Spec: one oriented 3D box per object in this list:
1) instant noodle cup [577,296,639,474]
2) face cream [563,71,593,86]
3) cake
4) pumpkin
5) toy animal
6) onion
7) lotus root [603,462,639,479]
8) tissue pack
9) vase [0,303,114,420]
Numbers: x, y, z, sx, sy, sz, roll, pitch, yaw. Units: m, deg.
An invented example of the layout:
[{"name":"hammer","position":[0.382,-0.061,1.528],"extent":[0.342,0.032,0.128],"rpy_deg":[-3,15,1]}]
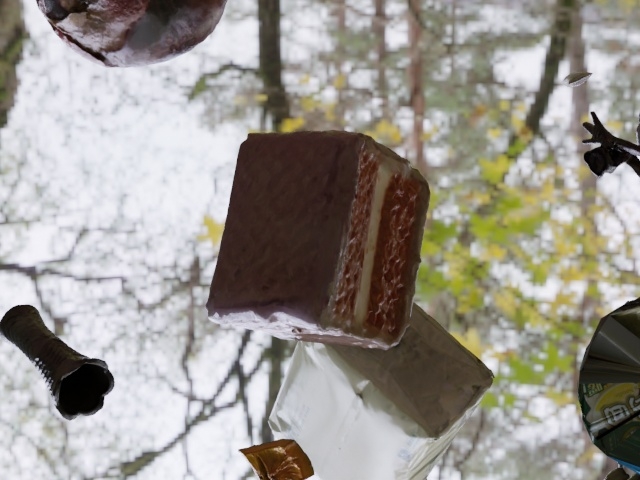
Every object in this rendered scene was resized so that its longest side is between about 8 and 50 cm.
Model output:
[{"name":"instant noodle cup","position":[0.451,0.176,1.653],"extent":[0.240,0.240,0.178],"rpy_deg":[7,-178,21]},{"name":"face cream","position":[0.363,-0.229,1.870],"extent":[0.038,0.020,0.115],"rpy_deg":[-23,-177,6]},{"name":"cake","position":[0.000,0.000,1.947],"extent":[0.230,0.308,0.237],"rpy_deg":[6,169,36]},{"name":"pumpkin","position":[-0.068,0.331,1.935],"extent":[0.101,0.073,0.035],"rpy_deg":[-19,-169,21]},{"name":"toy animal","position":[0.544,-0.168,2.108],"extent":[0.195,0.090,0.324],"rpy_deg":[43,-138,12]},{"name":"onion","position":[-0.243,-0.350,1.615],"extent":[0.272,0.272,0.195],"rpy_deg":[3,176,9]},{"name":"lotus root","position":[0.393,0.391,1.695],"extent":[0.078,0.183,0.203],"rpy_deg":[-14,-124,-6]},{"name":"tissue pack","position":[0.094,0.274,2.237],"extent":[0.297,0.380,0.207],"rpy_deg":[41,-125,17]},{"name":"vase","position":[-0.451,0.194,2.197],"extent":[0.115,0.115,0.237],"rpy_deg":[-15,-147,-36]}]
